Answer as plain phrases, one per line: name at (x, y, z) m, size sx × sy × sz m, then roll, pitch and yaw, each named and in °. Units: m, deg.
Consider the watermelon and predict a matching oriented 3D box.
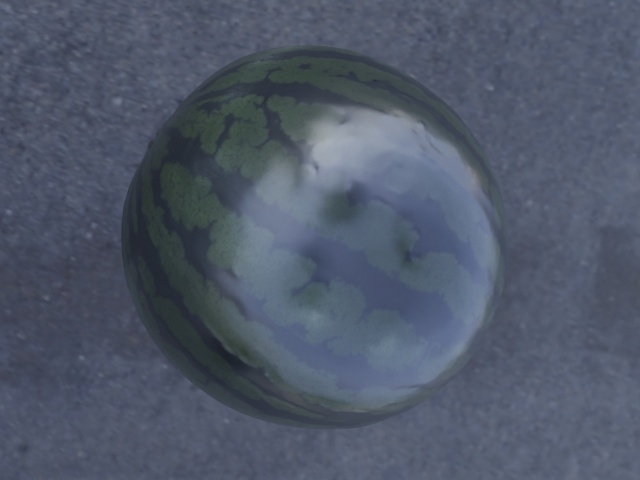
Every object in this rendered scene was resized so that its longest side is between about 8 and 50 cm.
watermelon at (0.000, 0.000, 0.743) m, size 0.212 × 0.212 × 0.212 m, roll -17°, pitch 116°, yaw -39°
